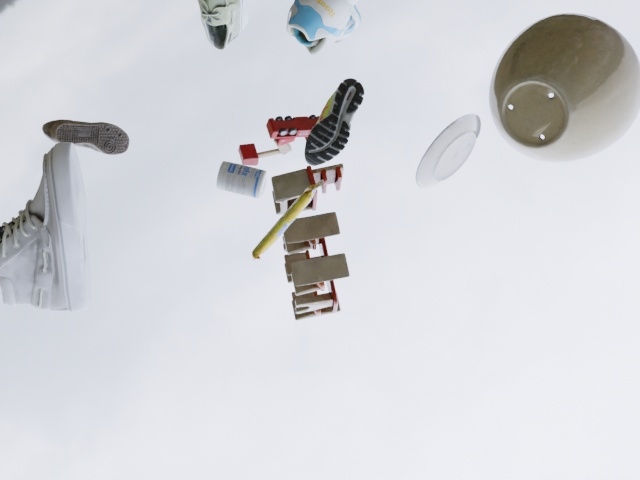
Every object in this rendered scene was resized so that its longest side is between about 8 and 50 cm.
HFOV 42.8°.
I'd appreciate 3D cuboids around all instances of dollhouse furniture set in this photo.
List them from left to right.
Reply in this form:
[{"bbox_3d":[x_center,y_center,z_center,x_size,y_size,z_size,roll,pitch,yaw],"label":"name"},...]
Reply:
[{"bbox_3d":[0.000,0.000,1.472,0.135,0.262,0.259,-10,-107,-5],"label":"dollhouse furniture set"}]

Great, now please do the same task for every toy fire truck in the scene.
[{"bbox_3d":[-0.093,-0.243,1.984,0.192,0.135,0.047,-6,-119,-23],"label":"toy fire truck"}]

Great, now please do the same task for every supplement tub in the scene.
[{"bbox_3d":[-0.181,-0.141,1.901,0.107,0.071,0.071,14,-134,2],"label":"supplement tub"}]

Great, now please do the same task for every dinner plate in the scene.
[{"bbox_3d":[0.202,-0.133,1.261,0.141,0.141,0.017,-43,-115,-9],"label":"dinner plate"}]

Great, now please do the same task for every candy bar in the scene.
[{"bbox_3d":[-0.051,-0.030,1.204,0.161,0.018,0.040,-48,-174,25],"label":"candy bar"}]

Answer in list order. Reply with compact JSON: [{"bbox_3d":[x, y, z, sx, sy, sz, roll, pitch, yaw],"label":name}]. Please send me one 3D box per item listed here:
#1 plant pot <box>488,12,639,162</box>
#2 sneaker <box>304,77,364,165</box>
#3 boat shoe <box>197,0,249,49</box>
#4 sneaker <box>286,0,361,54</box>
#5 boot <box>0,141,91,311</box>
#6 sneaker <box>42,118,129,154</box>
[{"bbox_3d":[0.429,-0.260,1.513,0.284,0.284,0.191,-7,-161,38],"label":"plant pot"},{"bbox_3d":[0.027,-0.252,1.796,0.208,0.081,0.094,-59,-169,-8],"label":"sneaker"},{"bbox_3d":[-0.214,-0.507,1.764,0.109,0.302,0.094,23,-101,9],"label":"boat shoe"},{"bbox_3d":[-0.002,-0.303,1.109,0.092,0.087,0.229,-50,180,5],"label":"sneaker"},{"bbox_3d":[-0.357,-0.008,1.017,0.123,0.258,0.095,0,-142,-10],"label":"boot"},{"bbox_3d":[-0.492,-0.225,1.717,0.071,0.188,0.066,21,-82,39],"label":"sneaker"}]
